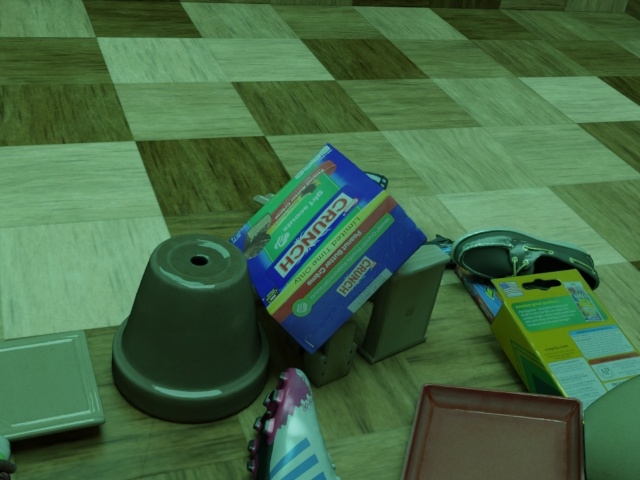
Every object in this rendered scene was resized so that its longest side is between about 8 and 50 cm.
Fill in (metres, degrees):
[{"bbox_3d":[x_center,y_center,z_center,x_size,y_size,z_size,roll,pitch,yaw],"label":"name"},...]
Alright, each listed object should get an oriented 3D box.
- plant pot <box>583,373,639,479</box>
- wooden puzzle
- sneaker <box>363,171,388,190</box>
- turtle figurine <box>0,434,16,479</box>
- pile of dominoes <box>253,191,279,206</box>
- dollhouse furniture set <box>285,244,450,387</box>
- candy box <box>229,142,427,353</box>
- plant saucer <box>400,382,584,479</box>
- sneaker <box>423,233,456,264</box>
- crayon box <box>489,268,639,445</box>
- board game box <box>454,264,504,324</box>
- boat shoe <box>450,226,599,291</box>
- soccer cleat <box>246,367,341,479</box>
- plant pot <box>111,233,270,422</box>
[{"bbox_3d":[0.488,0.315,1.169,0.191,0.284,0.284,-3,30,18],"label":"plant pot"},{"bbox_3d":[-0.460,0.230,1.226,0.221,0.044,0.238,-7,33,-23],"label":"wooden puzzle"},{"bbox_3d":[0.127,-0.048,1.705,0.282,0.099,0.153,42,39,19],"label":"sneaker"},{"bbox_3d":[-0.432,0.367,0.975,0.198,0.274,0.266,-32,27,-17],"label":"turtle figurine"},{"bbox_3d":[-0.007,-0.053,1.777,0.251,0.040,0.196,-13,39,-43],"label":"pile of dominoes"},{"bbox_3d":[0.031,0.058,1.460,0.286,0.198,0.303,-17,42,-34],"label":"dollhouse furniture set"},{"bbox_3d":[0.000,0.000,1.369,0.122,0.268,0.317,44,3,-29],"label":"candy box"},{"bbox_3d":[0.264,0.331,1.213,0.259,0.047,0.259,3,32,15],"label":"plant saucer"},{"bbox_3d":[0.280,0.016,1.701,0.188,0.067,0.078,-3,42,-14],"label":"sneaker"},{"bbox_3d":[0.449,0.201,1.425,0.203,0.083,0.323,-5,46,-22],"label":"crayon box"},{"bbox_3d":[0.392,0.133,1.595,0.145,0.027,0.281,-1,36,-19],"label":"board game box"},{"bbox_3d":[0.415,0.047,1.606,0.305,0.109,0.091,8,29,-11],"label":"boat shoe"},{"bbox_3d":[-0.031,0.329,1.145,0.143,0.116,0.331,23,35,-10],"label":"soccer cleat"},{"bbox_3d":[-0.198,0.121,1.283,0.263,0.229,0.263,8,34,-5],"label":"plant pot"}]
